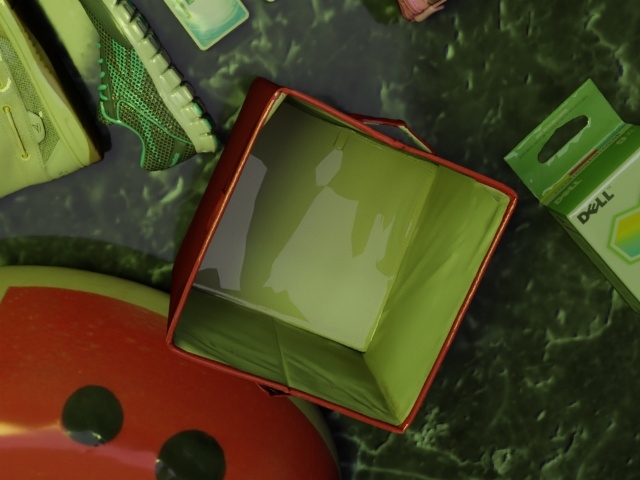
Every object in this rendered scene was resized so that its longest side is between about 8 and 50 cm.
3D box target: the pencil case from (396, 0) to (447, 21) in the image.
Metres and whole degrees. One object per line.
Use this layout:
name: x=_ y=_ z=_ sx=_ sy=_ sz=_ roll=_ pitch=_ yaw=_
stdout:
pencil case: x=0.043 y=-0.261 z=0.620 sx=0.209 sy=0.095 sz=0.098 roll=46 pitch=50 yaw=-24

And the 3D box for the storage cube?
storage cube: x=0.000 y=0.000 z=0.637 sx=0.184 sy=0.193 sz=0.214 roll=22 pitch=99 yaw=-13

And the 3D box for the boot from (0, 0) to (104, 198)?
boot: x=-0.284 y=-0.120 z=0.626 sx=0.165 sy=0.077 sz=0.213 roll=-27 pitch=108 yaw=0

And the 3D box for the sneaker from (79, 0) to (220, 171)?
sneaker: x=-0.151 y=-0.125 z=0.654 sx=0.076 sy=0.065 sz=0.166 roll=-32 pitch=104 yaw=3

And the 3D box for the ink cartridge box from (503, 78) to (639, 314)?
ink cartridge box: x=0.275 y=-0.031 z=0.740 sx=0.109 sy=0.062 sz=0.209 roll=-43 pitch=105 yaw=3

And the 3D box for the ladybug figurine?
ladybug figurine: x=-0.174 y=0.192 z=0.662 sx=0.450 sy=0.162 sz=0.305 roll=21 pitch=101 yaw=-16

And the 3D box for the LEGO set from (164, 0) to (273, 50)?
LEGO set: x=-0.089 y=-0.296 z=0.627 sx=0.182 sy=0.060 sz=0.244 roll=-37 pitch=105 yaw=-3
